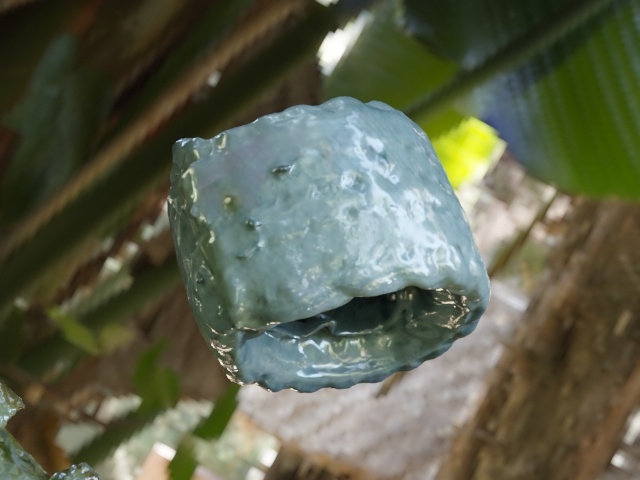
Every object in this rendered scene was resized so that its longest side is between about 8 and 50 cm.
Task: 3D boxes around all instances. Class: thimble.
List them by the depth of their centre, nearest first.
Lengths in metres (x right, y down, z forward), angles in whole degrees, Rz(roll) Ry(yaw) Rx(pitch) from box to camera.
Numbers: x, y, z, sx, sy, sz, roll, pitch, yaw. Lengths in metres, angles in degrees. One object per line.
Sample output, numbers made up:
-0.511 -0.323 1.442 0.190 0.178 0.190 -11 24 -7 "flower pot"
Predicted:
0.000 0.000 1.400 0.250 0.205 0.172 10 55 -48 "thimble"

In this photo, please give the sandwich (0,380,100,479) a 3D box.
-0.223 0.221 1.384 0.236 0.128 0.122 45 28 -14 "sandwich"
